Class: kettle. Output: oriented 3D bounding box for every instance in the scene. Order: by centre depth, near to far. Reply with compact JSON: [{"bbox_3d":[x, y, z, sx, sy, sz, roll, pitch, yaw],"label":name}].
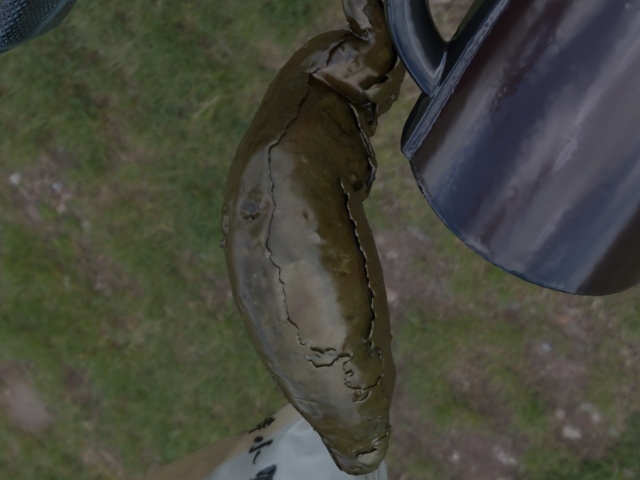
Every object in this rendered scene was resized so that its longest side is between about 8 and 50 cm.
[{"bbox_3d":[0.131,-0.113,0.573,0.202,0.144,0.232,25,130,-3],"label":"kettle"}]

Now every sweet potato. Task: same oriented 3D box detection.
[{"bbox_3d":[-0.002,-0.002,0.741,0.098,0.124,0.310,1,93,44],"label":"sweet potato"}]

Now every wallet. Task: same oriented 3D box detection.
[{"bbox_3d":[-0.188,-0.184,0.890,0.026,0.088,0.129,46,128,3],"label":"wallet"}]

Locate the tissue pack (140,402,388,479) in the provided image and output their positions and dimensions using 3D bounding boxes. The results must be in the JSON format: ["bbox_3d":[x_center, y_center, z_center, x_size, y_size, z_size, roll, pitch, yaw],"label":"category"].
[{"bbox_3d":[-0.070,0.358,1.068,0.390,0.375,0.195,-34,145,26],"label":"tissue pack"}]
